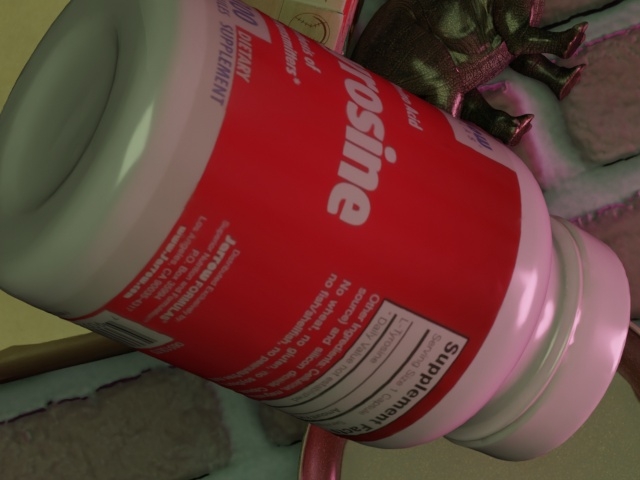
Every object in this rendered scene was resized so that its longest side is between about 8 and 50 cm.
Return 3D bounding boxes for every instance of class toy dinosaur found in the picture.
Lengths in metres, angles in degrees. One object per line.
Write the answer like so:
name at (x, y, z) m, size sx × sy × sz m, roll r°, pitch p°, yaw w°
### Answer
toy dinosaur at (0.099, -0.144, 1.462) m, size 0.160 × 0.121 × 0.313 m, roll 41°, pitch 93°, yaw 16°

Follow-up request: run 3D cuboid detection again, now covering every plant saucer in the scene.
plant saucer at (0.139, 0.185, 1.453) m, size 0.311 × 0.050 × 0.310 m, roll 0°, pitch 86°, yaw 3°

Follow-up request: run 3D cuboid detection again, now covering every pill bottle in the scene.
pill bottle at (0.000, 0.000, 1.267) m, size 0.408 × 0.229 × 0.229 m, roll 26°, pitch 87°, yaw -29°

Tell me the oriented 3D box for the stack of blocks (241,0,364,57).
stack of blocks at (-0.003, -0.227, 1.425) m, size 0.087 × 0.171 × 0.297 m, roll 15°, pitch 69°, yaw 3°

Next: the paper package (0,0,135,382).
paper package at (-0.268, -0.044, 1.428) m, size 0.325 × 0.168 × 0.309 m, roll -14°, pitch 85°, yaw 2°
